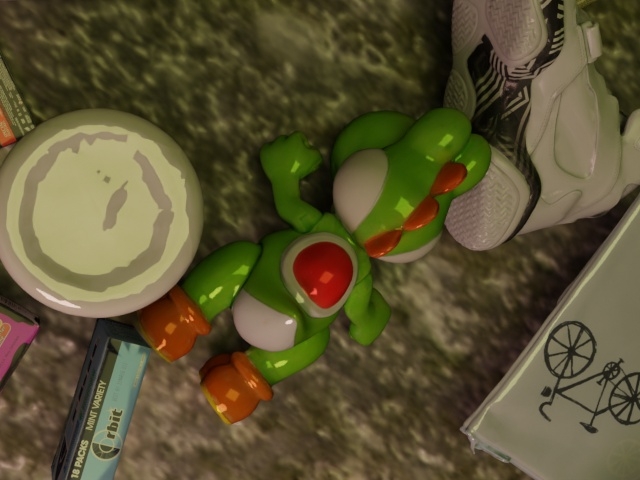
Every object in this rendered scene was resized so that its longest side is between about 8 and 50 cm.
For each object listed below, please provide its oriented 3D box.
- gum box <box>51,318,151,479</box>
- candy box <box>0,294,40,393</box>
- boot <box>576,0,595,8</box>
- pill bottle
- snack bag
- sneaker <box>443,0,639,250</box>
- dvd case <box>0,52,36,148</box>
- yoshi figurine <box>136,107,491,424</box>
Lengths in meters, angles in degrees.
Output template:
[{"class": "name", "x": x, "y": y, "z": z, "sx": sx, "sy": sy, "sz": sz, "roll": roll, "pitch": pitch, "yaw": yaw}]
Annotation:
[{"class": "gum box", "x": -0.201, "y": 0.156, "z": 1.009, "sx": 0.041, "sy": 0.184, "sz": 0.156, "roll": 17, "pitch": 87, "yaw": -15}, {"class": "candy box", "x": -0.389, "y": 0.082, "z": 0.982, "sx": 0.233, "sy": 0.071, "sz": 0.159, "roll": 32, "pitch": 85, "yaw": -14}, {"class": "boot", "x": 0.257, "y": -0.354, "z": 1.162, "sx": 0.262, "sy": 0.095, "sz": 0.203, "roll": -40, "pitch": 100, "yaw": -5}, {"class": "pill bottle", "x": -0.199, "y": -0.024, "z": 0.955, "sx": 0.162, "sy": 0.278, "sz": 0.162, "roll": -1, "pitch": 92, "yaw": -16}, {"class": "snack bag", "x": 0.350, "y": 0.147, "z": 1.201, "sx": 0.323, "sy": 0.037, "sz": 0.342, "roll": 36, "pitch": 90, "yaw": -28}, {"class": "sneaker", "x": 0.243, "y": -0.168, "z": 1.113, "sx": 0.210, "sy": 0.137, "sz": 0.365, "roll": -6, "pitch": 119, "yaw": -24}, {"class": "dvd case", "x": -0.339, "y": -0.117, "z": 1.051, "sx": 0.120, "sy": 0.013, "sz": 0.087, "roll": -27, "pitch": 99, "yaw": -14}, {"class": "yoshi figurine", "x": 0.002, "y": 0.000, "z": 1.096, "sx": 0.362, "sy": 0.203, "sz": 0.203, "roll": -39, "pitch": 61, "yaw": 3}]
